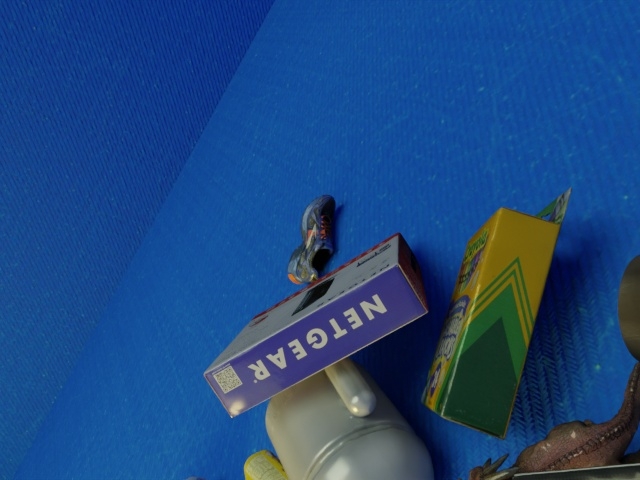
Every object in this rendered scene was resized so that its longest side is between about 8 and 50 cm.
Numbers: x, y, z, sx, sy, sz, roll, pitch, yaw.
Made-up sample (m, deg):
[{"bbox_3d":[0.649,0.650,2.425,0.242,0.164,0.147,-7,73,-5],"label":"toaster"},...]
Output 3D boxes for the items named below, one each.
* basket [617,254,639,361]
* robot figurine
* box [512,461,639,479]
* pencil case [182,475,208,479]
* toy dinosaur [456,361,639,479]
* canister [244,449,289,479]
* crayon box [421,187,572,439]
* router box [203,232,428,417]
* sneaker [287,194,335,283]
[{"bbox_3d":[0.436,0.073,0.520,0.227,0.154,0.204,-7,60,56],"label":"basket"},{"bbox_3d":[0.039,0.324,0.835,0.353,0.200,0.299,-136,39,-56],"label":"robot figurine"},{"bbox_3d":[0.273,0.255,0.335,0.270,0.060,0.216,-26,49,37],"label":"box"},{"bbox_3d":[-0.316,0.655,1.168,0.124,0.114,0.273,39,100,34],"label":"pencil case"},{"bbox_3d":[0.257,0.256,0.584,0.295,0.200,0.127,-52,35,15],"label":"toy dinosaur"},{"bbox_3d":[-0.070,0.470,0.967,0.170,0.074,0.126,11,113,58],"label":"canister"},{"bbox_3d":[0.233,0.090,0.742,0.203,0.083,0.322,74,-145,-77],"label":"crayon box"},{"bbox_3d":[0.009,0.122,0.892,0.336,0.082,0.301,-31,3,11],"label":"router box"},{"bbox_3d":[0.000,0.000,1.240,0.087,0.083,0.221,7,79,41],"label":"sneaker"}]
